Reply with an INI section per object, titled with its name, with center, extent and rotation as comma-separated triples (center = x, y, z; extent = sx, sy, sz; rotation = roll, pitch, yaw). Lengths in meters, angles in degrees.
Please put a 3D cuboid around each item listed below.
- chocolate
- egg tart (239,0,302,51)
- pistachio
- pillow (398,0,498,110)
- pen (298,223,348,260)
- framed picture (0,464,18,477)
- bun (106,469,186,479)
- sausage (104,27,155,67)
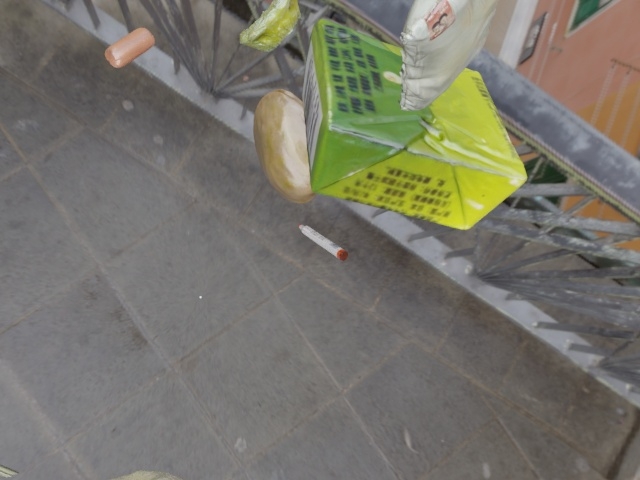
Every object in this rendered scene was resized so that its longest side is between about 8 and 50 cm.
[chocolate]
center = 0.115, -0.169, 1.012
extent = 0.289, 0.137, 0.301
rotation = 13, 41, -16
[egg tart]
center = -0.110, -0.524, 1.640
extent = 0.078, 0.197, 0.197
rotation = 43, 79, -22
[pistachio]
center = -0.071, -0.215, 1.589
extent = 0.213, 0.163, 0.260
rotation = -27, 94, 33
[pillow]
center = 0.121, -0.199, 0.655
extent = 0.051, 0.229, 0.128
rotation = 42, 91, 9
[pen]
center = 0.000, 0.000, 1.674
extent = 0.026, 0.218, 0.026
rotation = -14, 117, -28
[framed picture]
center = -0.694, 0.351, 1.148
extent = 0.232, 0.296, 0.019
rotation = -4, 56, 21
[bun]
center = -0.361, 0.666, 1.443
extent = 0.360, 0.211, 0.360
rotation = 8, 73, -29
[sausage]
center = -0.275, -0.279, 0.990
extent = 0.034, 0.034, 0.083
rotation = 43, 52, -4
